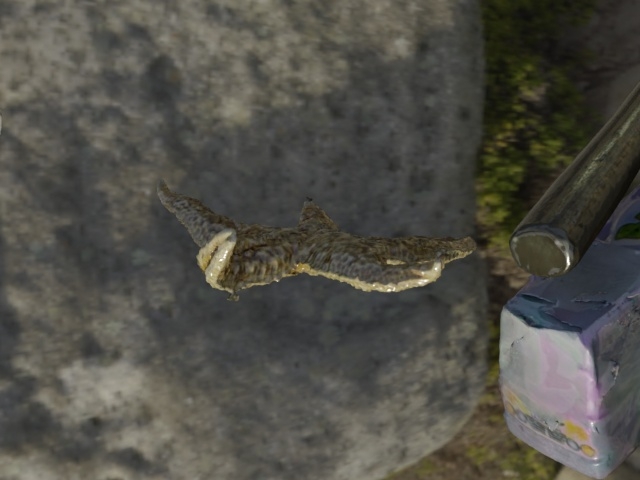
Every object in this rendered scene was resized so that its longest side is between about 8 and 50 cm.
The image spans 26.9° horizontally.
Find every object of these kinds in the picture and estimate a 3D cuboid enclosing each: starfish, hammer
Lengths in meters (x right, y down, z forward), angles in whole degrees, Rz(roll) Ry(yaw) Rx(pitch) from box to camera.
[{"bbox_3d":[0.000,0.000,0.892,0.277,0.235,0.062,10,101,46],"label":"starfish"},{"bbox_3d":[0.252,-0.120,0.962,0.044,0.440,0.168,49,140,-8],"label":"hammer"}]

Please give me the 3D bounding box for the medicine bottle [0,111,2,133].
[{"bbox_3d":[-0.415,-0.176,1.273,0.254,0.152,0.152,50,117,29],"label":"medicine bottle"}]

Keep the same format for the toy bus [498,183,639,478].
[{"bbox_3d":[0.254,0.019,0.939,0.112,0.317,0.138,24,143,44],"label":"toy bus"}]
